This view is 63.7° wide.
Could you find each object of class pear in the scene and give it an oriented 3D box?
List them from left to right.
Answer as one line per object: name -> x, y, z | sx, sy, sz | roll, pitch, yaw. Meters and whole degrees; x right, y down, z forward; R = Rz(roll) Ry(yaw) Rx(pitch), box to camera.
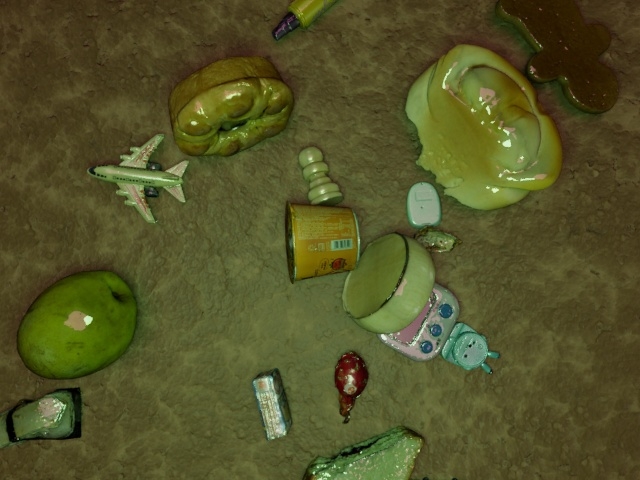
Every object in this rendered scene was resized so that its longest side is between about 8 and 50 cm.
pear -> -0.607, 0.213, 1.282 | 0.307, 0.253, 0.253 | -30, 85, 5

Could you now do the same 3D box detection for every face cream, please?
face cream -> -0.029, -0.660, 1.444 | 0.273, 0.078, 0.078 | -42, 85, -4

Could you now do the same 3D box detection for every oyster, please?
oyster -> 0.316, 0.003, 1.398 | 0.132, 0.029, 0.086 | 29, 113, -17

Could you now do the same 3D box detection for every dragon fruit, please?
dragon fruit -> 0.078, 0.387, 1.336 | 0.094, 0.094, 0.191 | 4, 89, 1

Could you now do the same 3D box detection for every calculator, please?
calculator -> 0.285, -0.084, 1.412 | 0.095, 0.021, 0.153 | -5, 84, 0

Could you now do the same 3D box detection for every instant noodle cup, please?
instant noodle cup -> 0.000, 0.000, 1.322 | 0.172, 0.216, 0.216 | -3, 84, -9

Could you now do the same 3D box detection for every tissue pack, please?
tissue pack -> -0.121, 0.416, 1.318 | 0.065, 0.115, 0.155 | -14, 85, 2

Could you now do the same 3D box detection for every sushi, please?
sushi -> -0.765, 0.467, 1.321 | 0.272, 0.109, 0.135 | -8, 84, 0

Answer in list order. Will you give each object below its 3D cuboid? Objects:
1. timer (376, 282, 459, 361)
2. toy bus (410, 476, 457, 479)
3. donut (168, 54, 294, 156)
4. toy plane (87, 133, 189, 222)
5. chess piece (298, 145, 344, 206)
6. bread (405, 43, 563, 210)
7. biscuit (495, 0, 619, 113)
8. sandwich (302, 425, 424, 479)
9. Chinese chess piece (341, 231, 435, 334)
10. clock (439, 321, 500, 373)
timer -> 0.253, 0.201, 1.360 | 0.190, 0.069, 0.209 | 30, 86, 3
toy bus -> 0.314, 0.652, 1.326 | 0.165, 0.047, 0.065 | 1, 88, 0
donut -> -0.230, -0.333, 1.319 | 0.317, 0.299, 0.150 | -14, 70, -33
toy plane -> -0.489, -0.171, 1.387 | 0.255, 0.104, 0.242 | 5, 87, 1
chess piece -> -0.007, -0.174, 1.398 | 0.094, 0.094, 0.171 | -18, 77, -1
bread -> 0.408, -0.286, 1.320 | 0.328, 0.245, 0.424 | -33, 89, -2
biscuit -> 0.667, -0.533, 1.433 | 0.282, 0.064, 0.432 | -31, 86, -12
sandwich -> 0.101, 0.586, 1.307 | 0.254, 0.099, 0.289 | 24, 85, 2
Chinese chess piece -> 0.167, 0.105, 1.279 | 0.104, 0.257, 0.257 | 32, 85, -23
clock -> 0.398, 0.291, 1.362 | 0.147, 0.045, 0.108 | 29, 86, 3
